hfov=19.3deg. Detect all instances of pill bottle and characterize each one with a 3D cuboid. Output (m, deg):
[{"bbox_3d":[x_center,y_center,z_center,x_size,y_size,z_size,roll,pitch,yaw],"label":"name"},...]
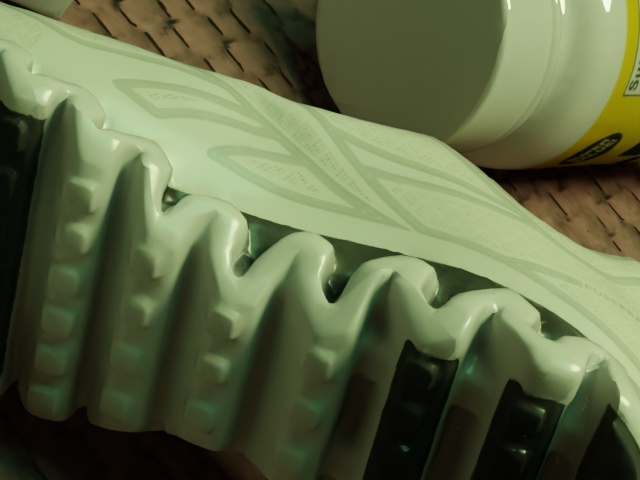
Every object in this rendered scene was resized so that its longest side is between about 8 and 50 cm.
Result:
[{"bbox_3d":[0.103,-0.090,0.799,0.208,0.119,0.119,-5,58,-46],"label":"pill bottle"}]

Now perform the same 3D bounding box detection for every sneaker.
[{"bbox_3d":[-0.028,0.000,0.554,0.292,0.110,0.118,28,36,7],"label":"sneaker"}]

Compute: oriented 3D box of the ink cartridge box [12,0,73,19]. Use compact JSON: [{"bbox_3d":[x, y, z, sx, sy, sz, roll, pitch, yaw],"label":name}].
[{"bbox_3d":[-0.105,-0.195,0.655,0.128,0.176,0.127,23,38,-28],"label":"ink cartridge box"}]
